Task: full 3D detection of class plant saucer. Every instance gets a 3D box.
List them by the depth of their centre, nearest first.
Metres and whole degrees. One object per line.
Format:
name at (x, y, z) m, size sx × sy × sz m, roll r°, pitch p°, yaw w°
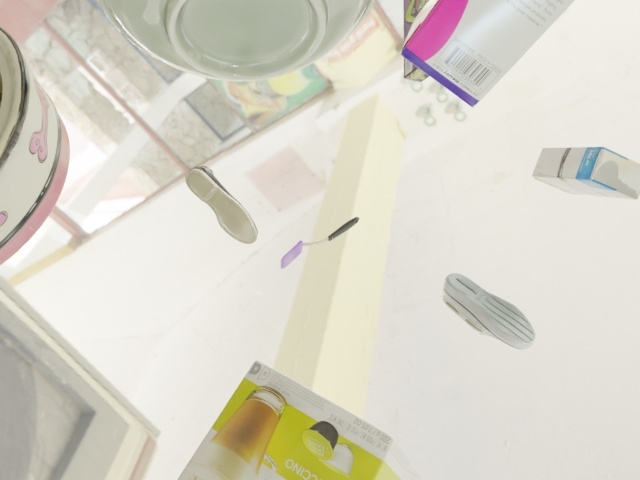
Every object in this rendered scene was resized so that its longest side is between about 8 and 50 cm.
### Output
plant saucer at (-0.104, -0.323, 0.745) m, size 0.401 × 0.401 × 0.100 m, roll -21°, pitch -113°, yaw 35°

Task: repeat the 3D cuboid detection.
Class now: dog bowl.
dog bowl at (-0.548, -0.111, 0.769) m, size 0.409 × 0.150 × 0.407 m, roll -5°, pitch -114°, yaw 11°

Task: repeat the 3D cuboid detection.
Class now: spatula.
spatula at (0.000, 0.000, 1.636) m, size 0.297 × 0.084 × 0.030 m, roll -27°, pitch -116°, yaw -20°

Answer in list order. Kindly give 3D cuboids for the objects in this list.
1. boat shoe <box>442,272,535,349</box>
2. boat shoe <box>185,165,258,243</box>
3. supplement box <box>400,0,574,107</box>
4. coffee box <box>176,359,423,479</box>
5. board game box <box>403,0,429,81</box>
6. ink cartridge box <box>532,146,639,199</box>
boat shoe at (0.345, 0.156, 1.127) m, size 0.083 × 0.075 × 0.226 m, roll -18°, pitch -138°, yaw -25°
boat shoe at (-0.205, -0.083, 1.192) m, size 0.075 × 0.206 × 0.065 m, roll -37°, pitch -169°, yaw 28°
supplement box at (0.203, -0.278, 0.595) m, size 0.220 × 0.111 × 0.113 m, roll -48°, pitch -166°, yaw 42°
coffee box at (-0.038, 0.512, 1.106) m, size 0.338 × 0.338 × 0.334 m, roll 21°, pitch -114°, yaw 31°
board game box at (0.224, -0.498, 1.008) m, size 0.208 × 0.056 × 0.346 m, roll 159°, pitch -66°, yaw -70°
ink cartridge box at (0.607, -0.154, 1.236) m, size 0.191 × 0.140 × 0.082 m, roll -149°, pitch -103°, yaw -71°
